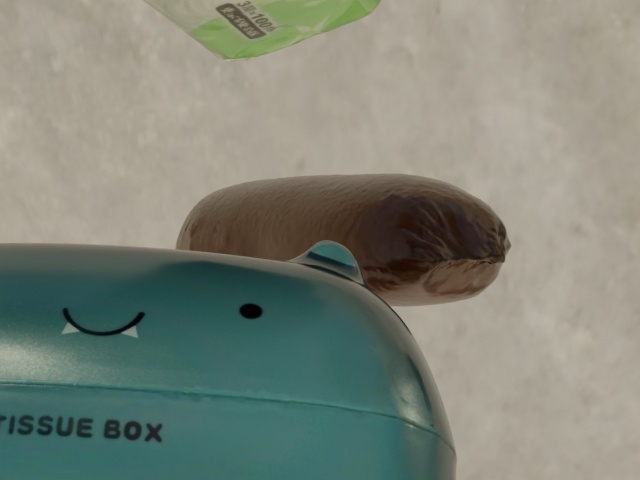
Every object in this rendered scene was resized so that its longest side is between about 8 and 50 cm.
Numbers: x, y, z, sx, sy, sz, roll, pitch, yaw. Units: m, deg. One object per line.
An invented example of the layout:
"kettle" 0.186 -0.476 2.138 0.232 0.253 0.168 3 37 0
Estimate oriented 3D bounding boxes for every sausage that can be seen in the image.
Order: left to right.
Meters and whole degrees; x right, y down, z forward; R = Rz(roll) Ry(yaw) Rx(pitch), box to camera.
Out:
"sausage" 0.000 0.000 0.945 0.089 0.300 0.083 11 83 -31

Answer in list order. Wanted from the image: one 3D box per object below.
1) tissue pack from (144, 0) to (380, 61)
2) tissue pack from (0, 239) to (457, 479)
"tissue pack" -0.037 -0.194 0.638 0.145 0.229 0.159 -13 71 21
"tissue pack" -0.089 0.108 0.671 0.287 0.198 0.206 3 56 2
